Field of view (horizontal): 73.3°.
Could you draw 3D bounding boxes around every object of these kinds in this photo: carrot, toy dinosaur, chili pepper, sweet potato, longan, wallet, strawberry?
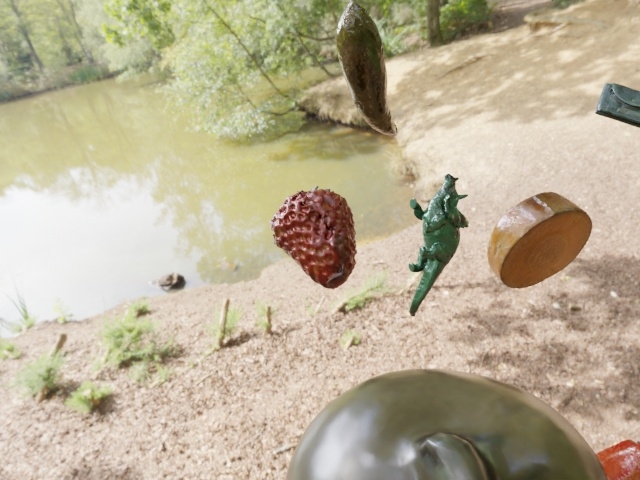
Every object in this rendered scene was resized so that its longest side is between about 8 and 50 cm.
[{"bbox_3d":[0.622,0.012,1.247,0.258,0.308,0.100,10,35,-16],"label":"carrot"},{"bbox_3d":[0.212,0.013,0.844,0.119,0.292,0.079,20,5,-27],"label":"toy dinosaur"},{"bbox_3d":[0.334,0.288,0.498,0.123,0.073,0.070,-24,38,-9],"label":"chili pepper"},{"bbox_3d":[0.138,-0.457,1.229,0.130,0.423,0.131,-16,42,14],"label":"sweet potato"},{"bbox_3d":[0.111,0.243,0.410,0.299,0.301,0.243,-17,50,-8],"label":"longan"},{"bbox_3d":[0.697,-0.304,0.967,0.129,0.026,0.089,24,75,13],"label":"wallet"},{"bbox_3d":[0.000,0.000,1.029,0.205,0.205,0.245,-16,59,-7],"label":"strawberry"}]
